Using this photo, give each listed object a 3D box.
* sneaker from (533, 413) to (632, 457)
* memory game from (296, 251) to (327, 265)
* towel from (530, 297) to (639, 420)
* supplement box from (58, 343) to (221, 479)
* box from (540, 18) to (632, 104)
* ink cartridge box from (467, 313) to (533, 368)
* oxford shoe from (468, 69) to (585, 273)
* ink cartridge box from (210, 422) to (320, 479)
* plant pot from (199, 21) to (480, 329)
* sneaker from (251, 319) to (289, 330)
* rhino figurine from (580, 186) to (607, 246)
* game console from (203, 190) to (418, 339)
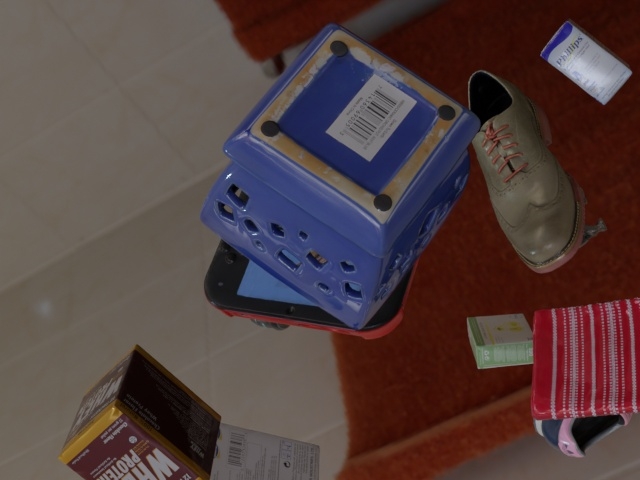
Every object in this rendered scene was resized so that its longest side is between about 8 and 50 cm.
[{"bbox_3d":[0.518,0.252,1.803,0.112,0.319,0.131,47,180,-23],"label":"sneaker"},{"bbox_3d":[0.031,0.008,1.474,0.012,0.186,0.186,58,-165,-11],"label":"memory game"},{"bbox_3d":[0.443,0.165,1.565,0.031,0.274,0.199,50,-140,-41],"label":"towel"},{"bbox_3d":[-0.273,0.302,1.641,0.191,0.129,0.194,44,-164,-16],"label":"supplement box"},{"bbox_3d":[0.442,-0.299,1.767,0.137,0.072,0.126,39,-161,3],"label":"box"},{"bbox_3d":[0.424,0.199,2.153,0.171,0.235,0.056,-85,-11,-74],"label":"ink cartridge box"},{"bbox_3d":[0.262,-0.100,1.459,0.130,0.123,0.348,36,-152,-34],"label":"oxford shoe"},{"bbox_3d":[-0.210,0.547,2.311,0.395,0.151,0.270,16,-137,-14],"label":"ink cartridge box"},{"bbox_3d":[0.028,-0.080,1.161,0.236,0.236,0.212,35,156,8],"label":"plant pot"},{"bbox_3d":[-0.119,0.073,2.466,0.101,0.106,0.268,11,-99,-48],"label":"sneaker"},{"bbox_3d":[0.538,-0.074,2.349,0.073,0.106,0.243,54,-169,-44],"label":"rhino figurine"},{"bbox_3d":[0.000,0.000,1.915,0.060,0.386,0.342,56,-133,-56],"label":"game console"}]
